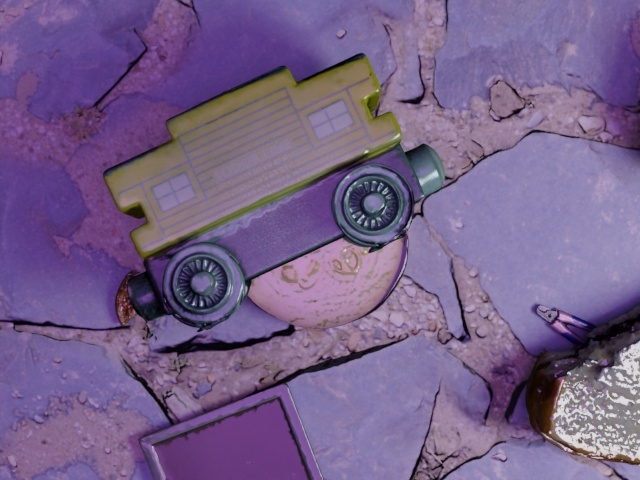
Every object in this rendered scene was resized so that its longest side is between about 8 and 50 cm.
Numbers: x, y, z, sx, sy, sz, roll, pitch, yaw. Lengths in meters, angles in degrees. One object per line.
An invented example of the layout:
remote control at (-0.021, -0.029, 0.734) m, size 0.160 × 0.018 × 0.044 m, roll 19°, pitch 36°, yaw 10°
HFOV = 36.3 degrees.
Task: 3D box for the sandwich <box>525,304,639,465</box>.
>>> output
sandwich at (0.432, 0.170, 1.355) m, size 0.254 × 0.099 × 0.288 m, roll 17°, pitch 94°, yaw -8°

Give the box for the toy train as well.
toy train at (-0.071, -0.069, 1.265) m, size 0.442 × 0.179 × 0.272 m, roll -25°, pitch 88°, yaw -1°

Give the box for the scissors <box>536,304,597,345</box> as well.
scissors at (0.360, 0.124, 1.403) m, size 0.113 × 0.012 × 0.039 m, roll 30°, pitch 93°, yaw -4°

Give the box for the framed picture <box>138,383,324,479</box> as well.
framed picture at (-0.104, 0.379, 1.412) m, size 0.232 × 0.019 × 0.296 m, roll -20°, pitch 93°, yaw 0°

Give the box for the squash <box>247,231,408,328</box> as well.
squash at (0.000, 0.000, 1.377) m, size 0.252 × 0.049 × 0.252 m, roll 0°, pitch 92°, yaw -3°

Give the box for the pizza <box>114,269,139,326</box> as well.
pizza at (-0.273, 0.082, 1.389) m, size 0.037 × 0.016 × 0.083 m, roll 12°, pitch 92°, yaw -8°
